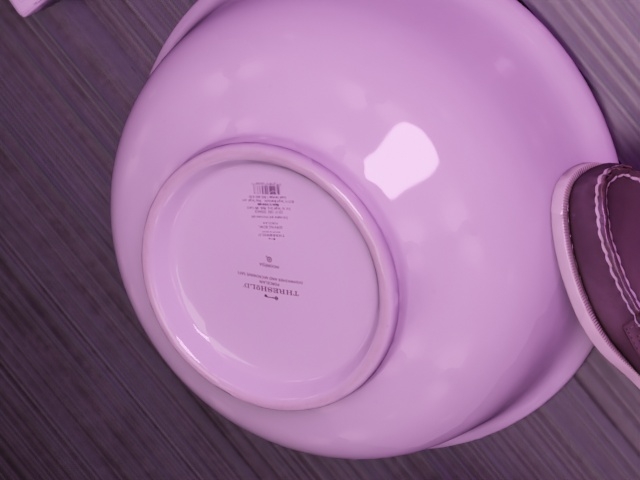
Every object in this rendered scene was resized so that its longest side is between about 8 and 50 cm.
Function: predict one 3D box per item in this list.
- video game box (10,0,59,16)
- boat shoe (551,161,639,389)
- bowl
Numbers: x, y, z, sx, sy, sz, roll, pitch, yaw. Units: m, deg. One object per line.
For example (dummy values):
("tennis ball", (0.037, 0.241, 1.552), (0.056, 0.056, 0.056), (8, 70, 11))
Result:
("video game box", (-0.147, -0.255, 1.015), (0.187, 0.048, 0.205), (-31, 94, 34))
("boat shoe", (0.194, 0.056, 0.930), (0.228, 0.081, 0.068), (60, 149, -7))
("bowl", (0.000, 0.000, 0.988), (0.298, 0.134, 0.298), (10, 114, 23))
